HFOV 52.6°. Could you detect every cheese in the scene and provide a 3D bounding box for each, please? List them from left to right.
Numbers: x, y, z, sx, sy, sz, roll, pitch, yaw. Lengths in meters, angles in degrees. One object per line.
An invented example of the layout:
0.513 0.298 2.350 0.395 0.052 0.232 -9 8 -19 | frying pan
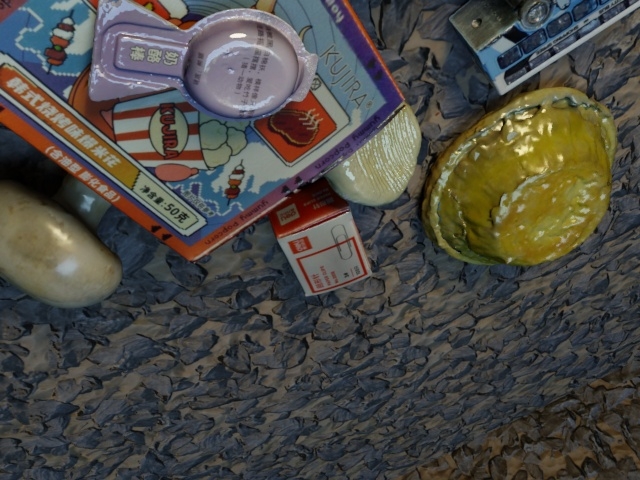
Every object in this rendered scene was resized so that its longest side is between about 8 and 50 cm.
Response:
-0.092 -0.149 0.543 0.190 0.042 0.105 2 130 -27 | cheese

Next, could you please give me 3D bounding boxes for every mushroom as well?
-0.358 -0.017 0.868 0.206 0.209 0.206 3 158 1 | mushroom

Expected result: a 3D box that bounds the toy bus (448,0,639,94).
0.336 -0.338 0.890 0.297 0.106 0.131 -32 141 12 | toy bus

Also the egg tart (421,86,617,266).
0.372 -0.082 1.146 0.387 0.169 0.388 -11 133 -12 | egg tart

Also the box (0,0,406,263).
-0.145 -0.221 0.666 0.318 0.257 0.349 -33 139 9 | box

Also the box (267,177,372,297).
0.000 0.000 1.094 0.133 0.099 0.182 -21 139 -1 | box

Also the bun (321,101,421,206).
0.066 -0.141 0.972 0.183 0.102 0.184 -14 111 -39 | bun
